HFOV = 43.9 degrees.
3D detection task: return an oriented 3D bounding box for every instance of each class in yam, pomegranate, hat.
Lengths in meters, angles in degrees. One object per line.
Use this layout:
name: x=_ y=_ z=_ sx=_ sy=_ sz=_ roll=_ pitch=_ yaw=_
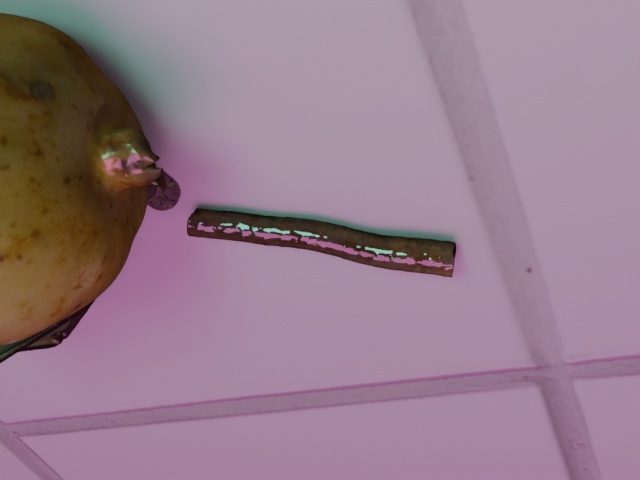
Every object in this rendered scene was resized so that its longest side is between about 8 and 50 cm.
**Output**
yam: x=0.000 y=0.000 z=0.967 sx=0.327 sy=0.045 sz=0.045 roll=8 pitch=166 yaw=6
pomegranate: x=-0.308 y=-0.067 z=0.790 sx=0.343 sy=0.342 sz=0.342 roll=6 pitch=134 yaw=7
hat: x=-0.211 y=-0.059 z=0.956 sx=0.058 sy=0.042 sz=0.087 roll=-17 pitch=128 yaw=27

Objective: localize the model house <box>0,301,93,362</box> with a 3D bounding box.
model house: x=-0.415 y=0.087 z=1.053 sx=0.218 sy=0.205 sz=0.278 roll=51 pitch=155 yaw=14
